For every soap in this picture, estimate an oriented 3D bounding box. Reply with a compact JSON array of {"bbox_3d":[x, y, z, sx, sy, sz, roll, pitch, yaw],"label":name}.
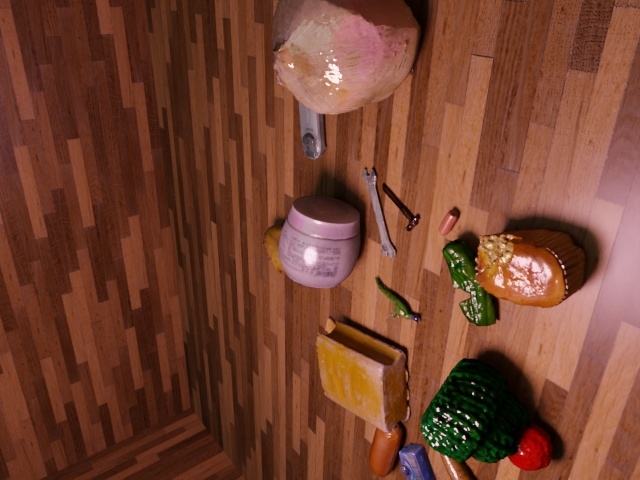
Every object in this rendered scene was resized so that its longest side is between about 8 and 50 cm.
[{"bbox_3d":[0.150,0.480,1.884,0.335,0.156,0.294,18,120,45],"label":"soap"}]

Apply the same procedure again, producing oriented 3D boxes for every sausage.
[{"bbox_3d":[0.239,0.766,1.946,0.105,0.105,0.275,38,134,39],"label":"sausage"},{"bbox_3d":[0.355,-0.049,1.466,0.034,0.034,0.083,50,141,28],"label":"sausage"}]

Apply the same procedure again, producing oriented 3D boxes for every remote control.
[{"bbox_3d":[-0.027,-0.405,1.822,0.104,0.052,0.248,24,124,49],"label":"remote control"}]

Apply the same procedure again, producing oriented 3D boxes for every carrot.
[{"bbox_3d":[0.424,0.705,1.696,0.298,0.078,0.078,65,146,20],"label":"carrot"}]

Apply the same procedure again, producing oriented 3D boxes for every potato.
[{"bbox_3d":[-0.131,0.049,2.098,0.300,0.140,0.173,36,128,46],"label":"potato"}]

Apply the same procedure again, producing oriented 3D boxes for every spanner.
[{"bbox_3d":[0.186,-0.088,1.699,0.071,0.017,0.302,-7,99,56],"label":"spanner"}]

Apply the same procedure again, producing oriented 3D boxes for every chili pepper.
[{"bbox_3d":[0.408,0.113,1.428,0.099,0.083,0.254,-13,99,57],"label":"chili pepper"}]

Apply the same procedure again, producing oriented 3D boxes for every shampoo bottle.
[{"bbox_3d":[0.000,0.000,1.776,0.273,0.272,0.267,35,122,41],"label":"shampoo bottle"}]

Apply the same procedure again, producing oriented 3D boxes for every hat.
[{"bbox_3d":[0.457,0.491,1.397,0.332,0.274,0.242,31,165,15],"label":"hat"}]

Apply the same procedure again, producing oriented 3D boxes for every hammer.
[{"bbox_3d":[0.236,-0.107,1.617,0.178,0.021,0.065,54,143,26],"label":"hammer"}]

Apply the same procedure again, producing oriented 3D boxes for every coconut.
[{"bbox_3d":[0.030,-0.530,1.411,0.404,0.404,0.405,28,127,46],"label":"coconut"}]

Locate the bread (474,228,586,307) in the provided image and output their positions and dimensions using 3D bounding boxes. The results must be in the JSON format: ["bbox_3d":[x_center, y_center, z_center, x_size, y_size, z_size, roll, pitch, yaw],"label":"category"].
[{"bbox_3d":[0.487,0.063,1.250,0.250,0.133,0.179,16,122,52],"label":"bread"}]

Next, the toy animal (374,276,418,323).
[{"bbox_3d":[0.241,0.211,1.742,0.217,0.041,0.075,46,137,39],"label":"toy animal"}]

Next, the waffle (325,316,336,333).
[{"bbox_3d":[0.066,0.373,2.075,0.135,0.021,0.092,41,136,37],"label":"waffle"}]

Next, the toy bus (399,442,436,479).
[{"bbox_3d":[0.351,0.835,1.837,0.094,0.079,0.237,-25,84,54],"label":"toy bus"}]
